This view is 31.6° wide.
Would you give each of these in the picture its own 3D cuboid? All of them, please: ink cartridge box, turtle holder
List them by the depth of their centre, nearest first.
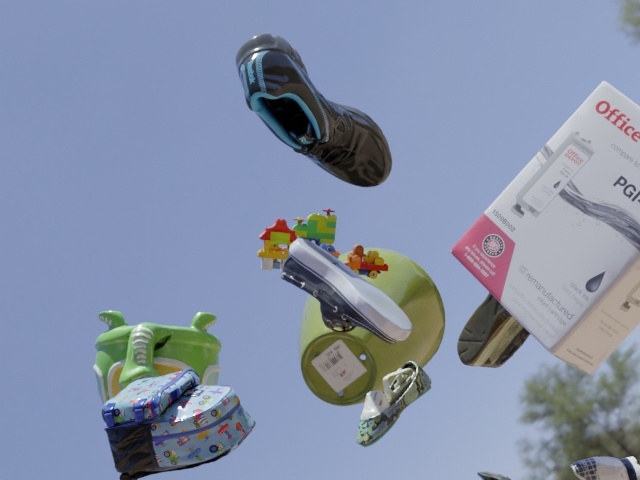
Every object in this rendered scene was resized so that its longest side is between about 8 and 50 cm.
[{"bbox_3d":[0.329,-0.017,1.350,0.283,0.207,0.117,-49,-39,10],"label":"ink cartridge box"},{"bbox_3d":[-0.289,0.249,2.076,0.243,0.228,0.320,7,-15,-27],"label":"turtle holder"}]

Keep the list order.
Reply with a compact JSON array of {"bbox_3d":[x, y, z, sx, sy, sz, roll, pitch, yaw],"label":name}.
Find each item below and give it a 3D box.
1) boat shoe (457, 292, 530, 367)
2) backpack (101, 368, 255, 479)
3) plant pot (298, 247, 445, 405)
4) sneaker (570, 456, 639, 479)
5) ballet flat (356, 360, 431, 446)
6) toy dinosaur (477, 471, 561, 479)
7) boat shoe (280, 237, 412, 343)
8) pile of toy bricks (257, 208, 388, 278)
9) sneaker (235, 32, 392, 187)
[{"bbox_3d":[0.275,0.090,1.557,0.073,0.080,0.224,17,-59,-33],"label":"boat shoe"},{"bbox_3d":[-0.183,0.242,1.517,0.173,0.117,0.158,-12,9,26],"label":"backpack"},{"bbox_3d":[0.067,0.183,2.054,0.275,0.274,0.293,-54,-4,21],"label":"plant pot"},{"bbox_3d":[0.357,0.388,1.487,0.094,0.090,0.235,1,-73,-12],"label":"sneaker"},{"bbox_3d":[0.106,0.255,1.806,0.188,0.070,0.070,-37,-20,-45],"label":"ballet flat"},{"bbox_3d":[0.243,0.301,1.016,0.321,0.164,0.218,13,-14,-19],"label":"toy dinosaur"},{"bbox_3d":[0.026,0.083,1.512,0.080,0.228,0.076,11,-68,-54],"label":"boat shoe"},{"bbox_3d":[0.000,0.000,1.822,0.118,0.212,0.105,-166,82,-76],"label":"pile of toy bricks"},{"bbox_3d":[-0.011,-0.169,1.783,0.125,0.140,0.341,-34,-52,26],"label":"sneaker"}]
